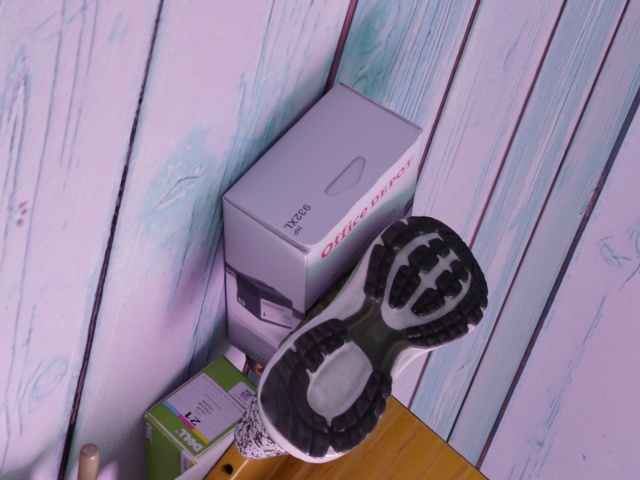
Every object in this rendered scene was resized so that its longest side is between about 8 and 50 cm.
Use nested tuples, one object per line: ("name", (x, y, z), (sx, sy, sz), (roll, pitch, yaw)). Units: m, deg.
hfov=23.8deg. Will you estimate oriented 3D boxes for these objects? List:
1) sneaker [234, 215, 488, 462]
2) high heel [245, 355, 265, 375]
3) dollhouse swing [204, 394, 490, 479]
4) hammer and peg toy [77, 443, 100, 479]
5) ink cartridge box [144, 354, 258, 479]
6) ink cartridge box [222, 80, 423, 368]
("sneaker", (0.032, 0.112, 1.725), (0.410, 0.158, 0.182), (-39, -175, -41))
("high heel", (0.006, 0.070, 1.972), (0.261, 0.093, 0.186), (-53, 169, 9))
("dollhouse swing", (0.003, 0.333, 1.674), (0.315, 0.347, 0.305), (-52, 155, 3))
("hammer and peg toy", (-0.280, 0.391, 1.569), (0.361, 0.127, 0.266), (-111, -160, -59))
("ink cartridge box", (-0.182, 0.285, 1.829), (0.255, 0.097, 0.189), (-35, 152, -29))
("ink cartridge box", (0.000, 0.000, 1.799), (0.223, 0.129, 0.307), (-47, 158, -28))
